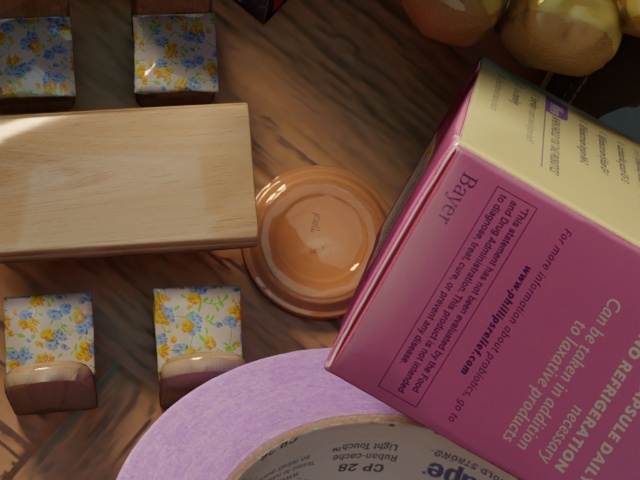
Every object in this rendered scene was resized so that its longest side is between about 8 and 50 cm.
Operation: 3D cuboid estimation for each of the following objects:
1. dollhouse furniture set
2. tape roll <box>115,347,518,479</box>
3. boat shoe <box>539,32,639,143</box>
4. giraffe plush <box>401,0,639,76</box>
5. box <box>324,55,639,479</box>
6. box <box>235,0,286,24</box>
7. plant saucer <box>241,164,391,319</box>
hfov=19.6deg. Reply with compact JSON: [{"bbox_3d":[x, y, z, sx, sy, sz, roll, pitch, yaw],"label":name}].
[{"bbox_3d":[-0.152,-0.032,0.895,0.242,0.161,0.212,-3,75,-6],"label":"dollhouse furniture set"},{"bbox_3d":[0.032,0.176,0.827,0.274,0.090,0.275,10,41,-9],"label":"tape roll"},{"bbox_3d":[0.199,-0.116,0.984,0.095,0.095,0.257,39,75,5],"label":"boat shoe"},{"bbox_3d":[0.122,-0.196,0.968,0.181,0.170,0.210,13,98,-4],"label":"giraffe plush"},{"bbox_3d":[0.144,0.039,0.858,0.243,0.213,0.117,29,107,-1],"label":"box"},{"bbox_3d":[0.014,-0.217,0.922,0.044,0.233,0.159,39,75,5],"label":"box"},{"bbox_3d":[0.000,0.000,0.977,0.083,0.013,0.083,2,74,-5],"label":"plant saucer"}]
